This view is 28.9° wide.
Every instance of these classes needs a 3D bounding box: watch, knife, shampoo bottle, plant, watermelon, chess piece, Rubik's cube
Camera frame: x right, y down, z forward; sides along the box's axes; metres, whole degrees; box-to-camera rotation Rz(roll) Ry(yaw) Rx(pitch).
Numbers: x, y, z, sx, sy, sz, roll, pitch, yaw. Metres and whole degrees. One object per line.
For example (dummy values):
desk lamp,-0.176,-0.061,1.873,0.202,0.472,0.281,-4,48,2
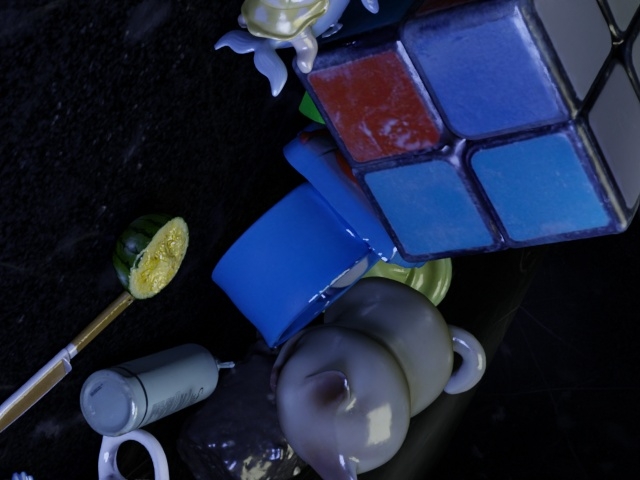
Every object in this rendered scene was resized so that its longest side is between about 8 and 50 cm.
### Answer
watch,0.000,0.000,1.688,0.274,0.241,0.305,-44,170,15
knife,-0.299,0.146,1.439,0.256,0.022,0.046,-46,163,-29
shampoo bottle,-0.208,0.188,1.636,0.085,0.085,0.262,-62,161,17
plant,-0.082,0.274,1.941,0.276,0.199,0.188,-44,164,-24
watermelon,-0.197,0.012,1.405,0.105,0.062,0.105,-48,154,-34
chess piece,0.078,0.042,2.044,0.298,0.176,0.175,9,114,-55
Rubik's cube,0.213,-0.194,1.456,0.316,0.318,0.313,58,44,-25

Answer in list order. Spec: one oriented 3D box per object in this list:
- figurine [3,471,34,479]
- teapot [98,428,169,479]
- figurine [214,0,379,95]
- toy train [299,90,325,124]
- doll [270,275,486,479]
figurine,-0.403,0.407,1.486,0.164,0.121,0.262,-64,154,-57
teapot,-0.261,0.400,1.657,0.208,0.166,0.299,12,85,-49
figurine,-0.025,-0.261,1.295,0.208,0.128,0.184,-55,160,10
toy train,0.063,-0.206,1.652,0.251,0.085,0.119,-4,119,-64
doll,0.063,0.191,1.770,0.370,0.226,0.215,-28,126,-54
